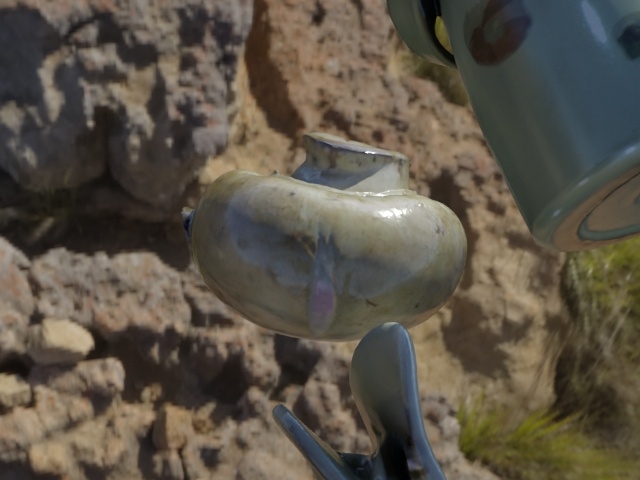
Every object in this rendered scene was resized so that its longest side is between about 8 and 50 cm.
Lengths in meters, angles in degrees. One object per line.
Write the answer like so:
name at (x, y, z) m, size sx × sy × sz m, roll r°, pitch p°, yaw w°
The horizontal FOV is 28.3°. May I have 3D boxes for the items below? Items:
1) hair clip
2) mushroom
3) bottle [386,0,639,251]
hair clip at (0.042, 0.206, 0.980) m, size 0.113 × 0.282 × 0.172 m, roll -21°, pitch 23°, yaw -16°
mushroom at (0.000, 0.000, 1.116) m, size 0.254 × 0.255 × 0.184 m, roll 15°, pitch 100°, yaw 3°
bottle at (0.163, -0.182, 0.872) m, size 0.229 × 0.229 × 0.352 m, roll -19°, pitch 71°, yaw -18°
